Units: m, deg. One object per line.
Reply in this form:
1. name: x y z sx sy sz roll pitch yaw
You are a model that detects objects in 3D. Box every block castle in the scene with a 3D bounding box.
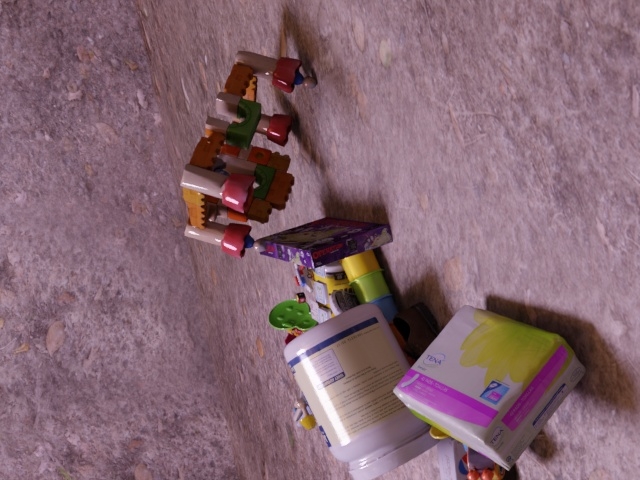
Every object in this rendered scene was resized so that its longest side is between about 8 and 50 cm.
1. block castle: -0.165 -0.205 1.933 0.303 0.212 0.453 103 -176 -58

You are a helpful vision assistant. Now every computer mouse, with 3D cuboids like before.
1. computer mouse: 0.074 0.158 1.891 0.042 0.193 0.106 -32 63 29

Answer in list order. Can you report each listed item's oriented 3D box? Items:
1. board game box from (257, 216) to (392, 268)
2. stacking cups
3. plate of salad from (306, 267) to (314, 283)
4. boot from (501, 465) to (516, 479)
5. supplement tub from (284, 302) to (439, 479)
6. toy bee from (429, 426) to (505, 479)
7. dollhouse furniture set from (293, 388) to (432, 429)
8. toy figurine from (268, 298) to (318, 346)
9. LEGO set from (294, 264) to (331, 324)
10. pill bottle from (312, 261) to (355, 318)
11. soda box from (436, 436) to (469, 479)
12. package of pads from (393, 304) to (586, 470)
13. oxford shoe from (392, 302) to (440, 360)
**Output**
1. board game box: 0.000 0.000 1.913 0.346 0.208 0.056 10 112 65
2. stacking cups: 0.148 0.169 1.860 0.316 0.096 0.096 65 157 9
3. plate of salad: -0.011 0.066 2.196 0.200 0.048 0.200 47 146 46
4. boot: 0.358 0.480 1.633 0.114 0.037 0.107 -163 61 -69
5. supplement tub: 0.090 0.323 1.693 0.325 0.235 0.235 63 156 11
6. toy bee: 0.319 0.379 1.484 0.195 0.162 0.298 -33 80 21
7. dollhouse furniture set: 0.076 0.446 1.918 0.198 0.303 0.286 64 156 25
8. toy figurine: -0.061 0.286 2.430 0.173 0.130 0.159 16 137 37
9. LEGO set: -0.035 0.119 1.961 0.244 0.060 0.183 -163 65 -73
10. pill bottle: 0.045 0.134 2.016 0.119 0.119 0.209 36 138 57
11. soda box: 0.304 0.496 1.714 0.069 0.073 0.216 29 131 61
12. package of pads: 0.286 0.237 1.378 0.101 0.229 0.296 48 166 -22
13. oxford shoe: 0.228 0.239 1.691 0.227 0.096 0.083 53 149 37
